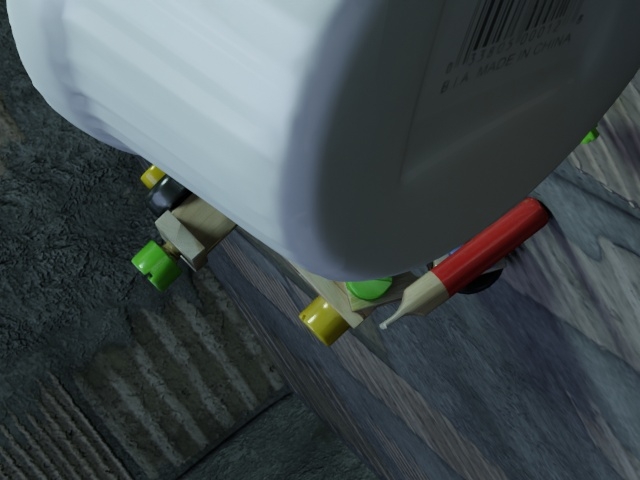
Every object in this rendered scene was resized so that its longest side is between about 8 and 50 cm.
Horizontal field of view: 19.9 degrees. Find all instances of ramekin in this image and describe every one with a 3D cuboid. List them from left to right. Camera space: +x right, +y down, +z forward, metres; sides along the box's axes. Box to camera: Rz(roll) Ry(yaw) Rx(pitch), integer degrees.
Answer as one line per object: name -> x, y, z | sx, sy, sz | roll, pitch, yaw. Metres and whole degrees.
ramekin -> 0.033, -0.117, 0.676 | 0.135, 0.277, 0.277 | 41, 167, 25

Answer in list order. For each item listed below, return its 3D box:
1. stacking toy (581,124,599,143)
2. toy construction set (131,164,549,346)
stacking toy -> 0.075, -0.139, 1.066 | 0.167, 0.052, 0.221 | 54, 169, -18
toy construction set -> 0.000, 0.000, 1.357 | 0.257, 0.237, 0.309 | 57, 170, -24
